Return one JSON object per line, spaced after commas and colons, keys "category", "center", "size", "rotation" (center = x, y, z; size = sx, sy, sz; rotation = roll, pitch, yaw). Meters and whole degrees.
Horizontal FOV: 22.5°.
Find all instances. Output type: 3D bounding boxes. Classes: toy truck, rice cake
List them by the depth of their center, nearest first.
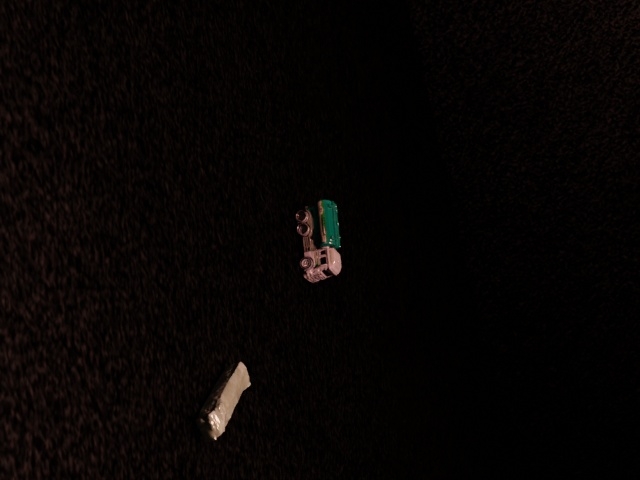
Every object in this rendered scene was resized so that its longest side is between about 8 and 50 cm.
{"category": "rice cake", "center": [-0.077, 0.127, 1.287], "size": [0.121, 0.021, 0.022], "rotation": [-60, 128, -71]}
{"category": "toy truck", "center": [0.000, 0.000, 1.706], "size": [0.039, 0.044, 0.083], "rotation": [46, 35, -64]}
